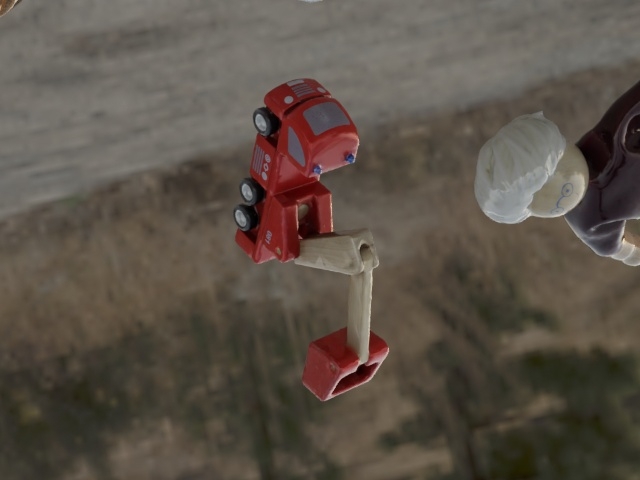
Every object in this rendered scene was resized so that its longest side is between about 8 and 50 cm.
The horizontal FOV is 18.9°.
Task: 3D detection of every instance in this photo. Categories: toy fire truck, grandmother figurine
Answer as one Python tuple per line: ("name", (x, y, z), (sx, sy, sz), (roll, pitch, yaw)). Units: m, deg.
("toy fire truck", (0.000, 0.000, 1.308), (0.047, 0.135, 0.192), (-21, 142, -34))
("grandmother figurine", (0.282, -0.060, 1.619), (0.342, 0.208, 0.104), (-3, -154, -27))

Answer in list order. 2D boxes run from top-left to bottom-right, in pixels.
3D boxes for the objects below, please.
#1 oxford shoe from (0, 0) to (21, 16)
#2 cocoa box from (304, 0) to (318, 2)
("oxford shoe", (-0.277, -0.173, 1.095), (0.212, 0.076, 0.076), (18, -149, 7))
("cocoa box", (-0.070, -0.262, 0.360), (0.231, 0.228, 0.347), (6, 126, -21))
